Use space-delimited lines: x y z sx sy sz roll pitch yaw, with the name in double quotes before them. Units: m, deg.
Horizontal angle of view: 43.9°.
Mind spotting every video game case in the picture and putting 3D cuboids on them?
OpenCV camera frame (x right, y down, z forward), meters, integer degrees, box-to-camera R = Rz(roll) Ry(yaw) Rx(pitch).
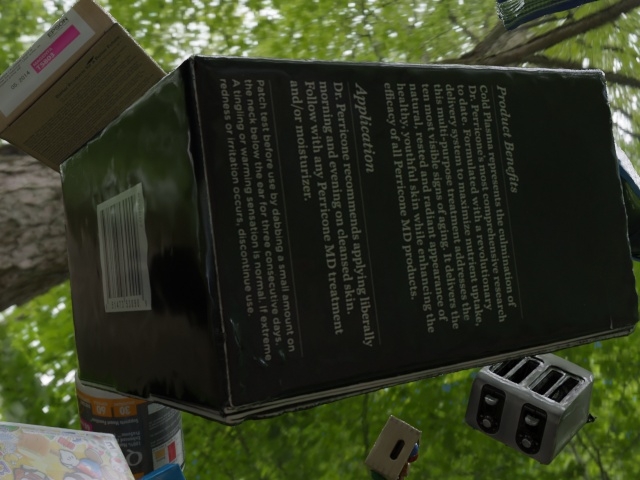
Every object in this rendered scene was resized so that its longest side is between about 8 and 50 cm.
"video game case" -0.317 0.303 0.967 0.026 0.227 0.206 -55 -134 12

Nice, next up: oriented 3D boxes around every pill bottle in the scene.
"pill bottle" -0.307 0.323 1.306 0.162 0.162 0.279 4 -71 18

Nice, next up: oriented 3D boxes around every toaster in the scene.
"toaster" 0.369 0.276 1.372 0.168 0.185 0.110 24 -56 35

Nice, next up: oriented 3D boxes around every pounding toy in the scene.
"pounding toy" 0.155 0.457 1.621 0.100 0.130 0.141 26 -111 18

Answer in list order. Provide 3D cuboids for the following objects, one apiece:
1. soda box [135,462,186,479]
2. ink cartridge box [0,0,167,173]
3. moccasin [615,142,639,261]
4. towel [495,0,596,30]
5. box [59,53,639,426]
"soda box" -0.287 0.391 1.111 0.067 0.210 0.071 64 -28 4
"ink cartridge box" -0.367 -0.225 1.206 0.234 0.193 0.088 -43 -114 0
"moccasin" 0.376 -0.054 1.072 0.116 0.342 0.138 -30 -129 23
"towel" 0.394 -0.391 1.233 0.243 0.336 0.040 -13 -85 16
"box" 0.000 0.000 0.905 0.480 0.471 0.298 -11 -96 59
